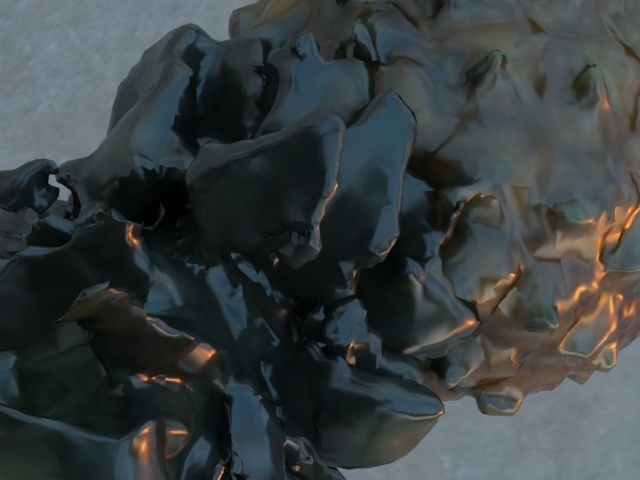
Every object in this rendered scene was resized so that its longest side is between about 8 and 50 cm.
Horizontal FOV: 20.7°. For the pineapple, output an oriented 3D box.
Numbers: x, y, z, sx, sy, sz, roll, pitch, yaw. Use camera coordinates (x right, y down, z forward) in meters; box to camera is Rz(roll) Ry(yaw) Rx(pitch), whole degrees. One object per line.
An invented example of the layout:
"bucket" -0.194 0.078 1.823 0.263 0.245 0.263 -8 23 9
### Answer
"pineapple" 0.000 0.000 0.432 0.340 0.169 0.169 -35 98 -40
